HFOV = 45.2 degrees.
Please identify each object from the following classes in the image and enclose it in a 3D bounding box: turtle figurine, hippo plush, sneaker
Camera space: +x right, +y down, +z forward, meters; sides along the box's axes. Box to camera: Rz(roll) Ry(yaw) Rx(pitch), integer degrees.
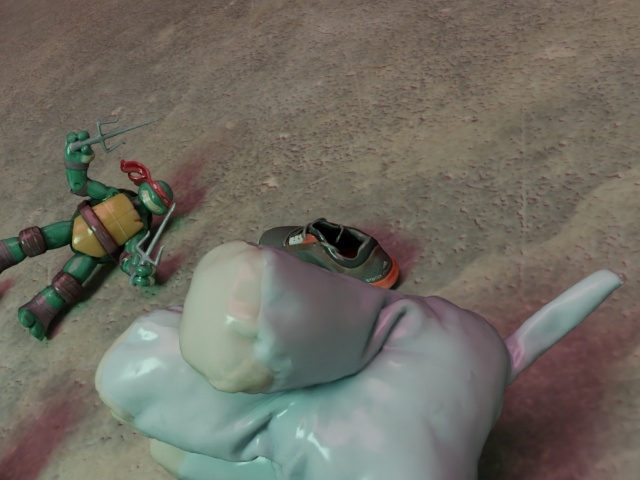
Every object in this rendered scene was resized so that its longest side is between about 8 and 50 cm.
[{"bbox_3d":[-0.232,-0.012,0.813,0.234,0.118,0.175,-37,80,-11],"label":"turtle figurine"},{"bbox_3d":[0.021,0.159,0.437,0.294,0.234,0.236,7,54,-23],"label":"hippo plush"},{"bbox_3d":[0.000,0.000,0.696,0.158,0.065,0.061,12,52,39],"label":"sneaker"}]
